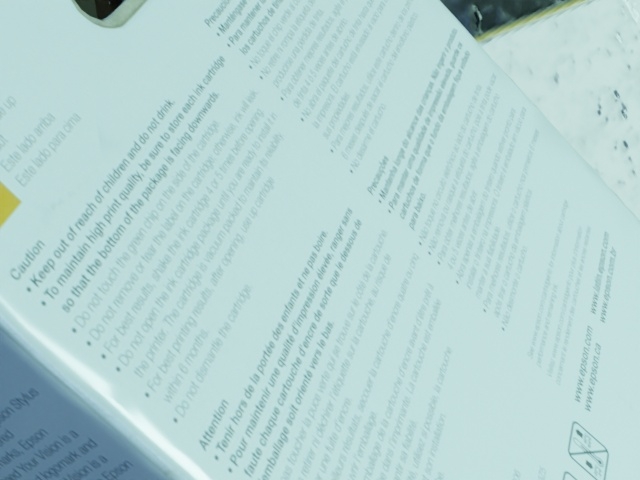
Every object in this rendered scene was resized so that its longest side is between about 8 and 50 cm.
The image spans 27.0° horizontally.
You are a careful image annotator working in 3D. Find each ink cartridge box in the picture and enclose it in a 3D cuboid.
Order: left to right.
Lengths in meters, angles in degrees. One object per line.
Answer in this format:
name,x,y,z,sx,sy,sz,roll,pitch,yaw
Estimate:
ink cartridge box,0.000,0.000,0.497,0.330,0.324,0.071,44,126,-13

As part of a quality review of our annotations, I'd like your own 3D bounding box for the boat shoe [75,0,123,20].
boat shoe,-0.102,-0.064,0.608,0.123,0.123,0.342,-15,95,-52
